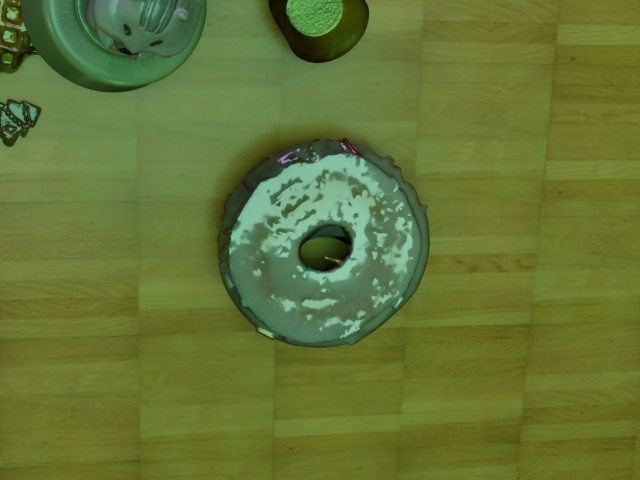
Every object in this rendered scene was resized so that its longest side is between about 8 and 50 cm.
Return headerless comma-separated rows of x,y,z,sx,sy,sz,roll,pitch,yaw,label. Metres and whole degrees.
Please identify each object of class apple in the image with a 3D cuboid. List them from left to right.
0.000,-0.380,1.744,0.147,0.146,0.163,-29,93,6,apple

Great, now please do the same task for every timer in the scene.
-0.282,-0.355,1.583,0.291,0.315,0.291,-6,106,-23,timer

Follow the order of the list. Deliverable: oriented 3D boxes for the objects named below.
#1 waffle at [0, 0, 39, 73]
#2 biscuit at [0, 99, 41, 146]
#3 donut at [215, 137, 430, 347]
-0.550,-0.380,1.696,0.238,0.059,0.243,-36,106,4,waffle
-0.512,-0.203,1.766,0.092,0.016,0.082,-18,107,-4,biscuit
0.000,0.000,1.848,0.382,0.142,0.383,-3,105,-11,donut
